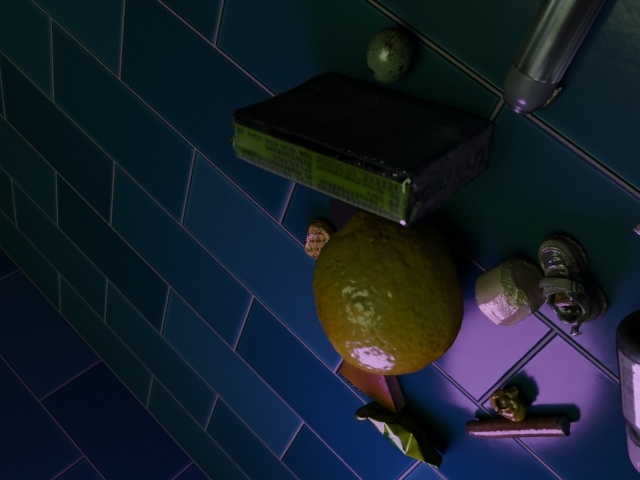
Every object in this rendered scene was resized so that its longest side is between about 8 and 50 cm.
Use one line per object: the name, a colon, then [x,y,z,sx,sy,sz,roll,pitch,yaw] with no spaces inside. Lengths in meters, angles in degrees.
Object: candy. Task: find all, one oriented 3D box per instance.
candy: [0.213,0.493,1.645,0.246,0.149,0.069,36,102,20]

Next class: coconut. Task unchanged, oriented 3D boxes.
coconut: [0.356,0.100,1.219,0.116,0.116,0.122,50,140,6]

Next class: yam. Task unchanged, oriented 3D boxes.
yam: [0.431,0.415,1.417,0.264,0.046,0.046,-23,99,50]

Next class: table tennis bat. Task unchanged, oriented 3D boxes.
table tennis bat: [0.053,-0.084,1.474,0.087,0.013,0.156,20,130,37]

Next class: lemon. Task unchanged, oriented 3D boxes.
lemon: [0.137,0.108,1.292,0.336,0.336,0.336,26,133,31]

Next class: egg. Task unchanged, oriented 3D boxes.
egg: [0.126,-0.336,1.164,0.085,0.085,0.110,41,155,17]

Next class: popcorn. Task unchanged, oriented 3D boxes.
popcorn: [0.411,0.346,1.386,0.084,0.084,0.084,26,133,31]

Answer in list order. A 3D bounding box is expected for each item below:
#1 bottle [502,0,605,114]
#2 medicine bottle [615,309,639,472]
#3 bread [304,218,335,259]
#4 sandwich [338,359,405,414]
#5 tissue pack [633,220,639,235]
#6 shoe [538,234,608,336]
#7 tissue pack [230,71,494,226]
bottle: [0.359,-0.307,0.958,0.096,0.079,0.254,11,134,-8]
medicine bottle: [0.585,0.258,1.057,0.165,0.165,0.273,7,123,43]
bread: [0.000,0.000,1.563,0.083,0.044,0.111,34,134,22]
sandwich: [0.146,0.339,1.644,0.193,0.058,0.162,33,136,23]
tissue pack: [0.542,-0.028,0.997,0.063,0.035,0.083,40,138,17]
shoe: [0.434,0.083,1.140,0.089,0.092,0.180,-22,100,51]
tissue pack: [0.073,-0.181,1.168,0.394,0.288,0.124,25,130,32]
